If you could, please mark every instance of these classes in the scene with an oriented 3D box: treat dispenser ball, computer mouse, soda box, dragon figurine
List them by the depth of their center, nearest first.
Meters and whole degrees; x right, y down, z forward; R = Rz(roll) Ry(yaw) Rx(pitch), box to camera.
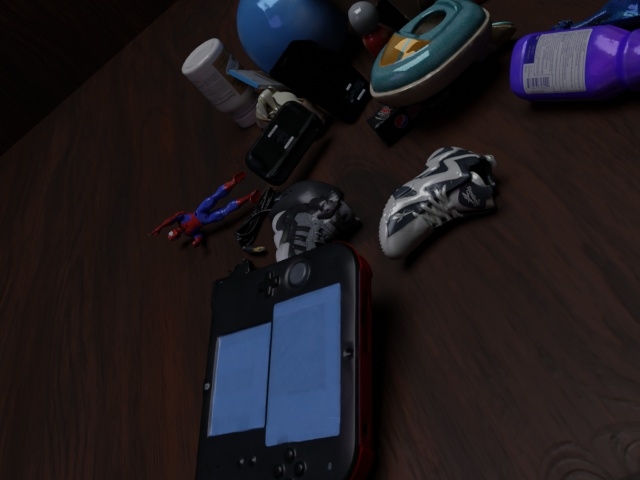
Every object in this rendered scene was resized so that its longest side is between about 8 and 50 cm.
[{"bbox_3d":[0.518,-0.361,1.127,0.144,0.085,0.289,-52,30,-8],"label":"dragon figurine"},{"bbox_3d":[0.180,-0.273,1.410,0.169,0.060,0.053,-40,34,6],"label":"soda box"},{"bbox_3d":[-0.085,-0.055,1.454,0.262,0.060,0.184,3,55,48],"label":"computer mouse"},{"bbox_3d":[-0.072,-0.563,1.777,0.288,0.288,0.288,-27,38,23],"label":"treat dispenser ball"}]

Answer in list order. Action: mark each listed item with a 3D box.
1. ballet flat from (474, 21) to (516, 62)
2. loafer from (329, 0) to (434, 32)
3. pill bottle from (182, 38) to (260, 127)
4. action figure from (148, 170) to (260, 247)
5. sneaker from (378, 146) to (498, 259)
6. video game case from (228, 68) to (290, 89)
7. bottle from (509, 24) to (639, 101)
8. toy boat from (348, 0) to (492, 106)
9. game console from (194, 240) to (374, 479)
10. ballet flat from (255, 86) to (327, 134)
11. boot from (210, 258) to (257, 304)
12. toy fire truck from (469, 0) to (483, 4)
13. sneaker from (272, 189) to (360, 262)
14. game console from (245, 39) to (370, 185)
[{"bbox_3d":[0.308,-0.393,1.416,0.206,0.073,0.067,-1,80,49],"label":"ballet flat"},{"bbox_3d":[0.093,-0.578,1.605,0.134,0.366,0.130,134,149,-71],"label":"loafer"},{"bbox_3d":[-0.252,-0.419,1.862,0.131,0.229,0.131,-28,37,23],"label":"pill bottle"},{"bbox_3d":[-0.278,-0.046,1.584,0.280,0.091,0.139,-28,16,36],"label":"action figure"},{"bbox_3d":[0.205,-0.061,1.127,0.235,0.094,0.153,-45,24,-20],"label":"sneaker"},{"bbox_3d":[-0.140,-0.421,1.805,0.119,0.166,0.015,33,119,34],"label":"video game case"},{"bbox_3d":[0.443,-0.284,1.104,0.283,0.092,0.118,11,100,51],"label":"bottle"},{"bbox_3d":[0.166,-0.395,1.369,0.267,0.148,0.318,-44,35,-5],"label":"toy boat"},{"bbox_3d":[-0.066,0.208,1.079,0.342,0.060,0.386,-17,57,33],"label":"game console"},{"bbox_3d":[-0.094,-0.331,1.716,0.107,0.106,0.316,-52,35,-12],"label":"ballet flat"},{"bbox_3d":[-0.173,0.098,1.401,0.099,0.045,0.121,-31,35,14],"label":"boot"},{"bbox_3d":[0.323,-0.599,1.620,0.135,0.047,0.192,-24,40,28],"label":"toy fire truck"},{"bbox_3d":[0.000,0.000,1.271,0.153,0.101,0.268,-35,35,13],"label":"sneaker"},{"bbox_3d":[-0.051,-0.289,1.550,0.361,0.213,0.044,-57,-2,-20],"label":"game console"}]
